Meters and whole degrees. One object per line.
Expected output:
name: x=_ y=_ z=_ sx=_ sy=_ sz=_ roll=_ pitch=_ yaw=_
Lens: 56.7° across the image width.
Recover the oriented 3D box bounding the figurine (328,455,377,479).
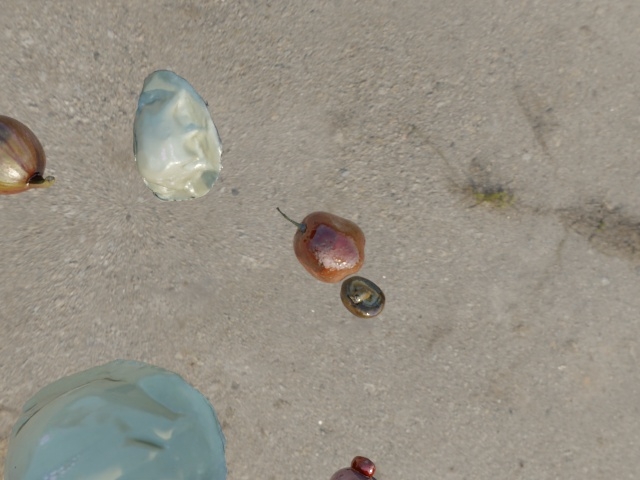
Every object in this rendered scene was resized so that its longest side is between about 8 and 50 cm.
figurine: x=0.041 y=0.326 z=0.760 sx=0.071 sy=0.067 sz=0.083 roll=-48 pitch=117 yaw=-36

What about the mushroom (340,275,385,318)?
mushroom: x=0.113 y=0.145 z=1.548 sx=0.127 sy=0.087 sz=0.127 roll=15 pitch=47 yaw=-16

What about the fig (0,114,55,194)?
fig: x=-0.659 y=-0.161 z=1.280 sx=0.207 sy=0.175 sz=0.175 roll=40 pitch=81 yaw=-6

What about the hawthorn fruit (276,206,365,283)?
hawthorn fruit: x=0.000 y=0.000 z=1.285 sx=0.203 sy=0.163 sz=0.162 roll=31 pitch=83 yaw=-38

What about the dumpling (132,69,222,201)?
dumpling: x=-0.252 y=-0.174 z=1.054 sx=0.173 sy=0.142 sz=0.247 roll=9 pitch=121 yaw=13

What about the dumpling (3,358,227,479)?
dumpling: x=-0.288 y=0.348 z=0.873 sx=0.316 sy=0.233 sz=0.395 roll=-30 pitch=65 yaw=3
